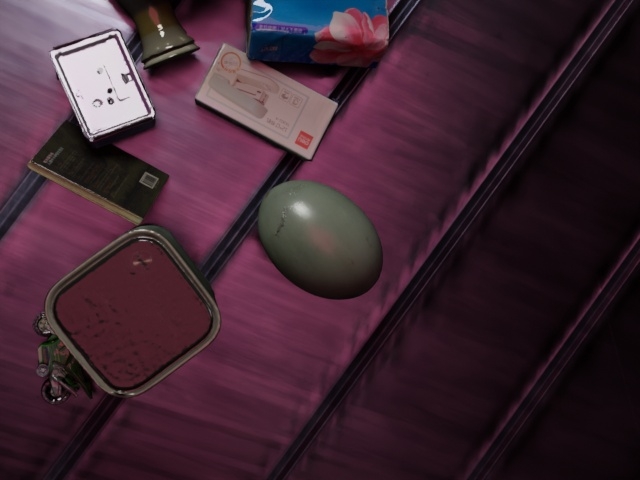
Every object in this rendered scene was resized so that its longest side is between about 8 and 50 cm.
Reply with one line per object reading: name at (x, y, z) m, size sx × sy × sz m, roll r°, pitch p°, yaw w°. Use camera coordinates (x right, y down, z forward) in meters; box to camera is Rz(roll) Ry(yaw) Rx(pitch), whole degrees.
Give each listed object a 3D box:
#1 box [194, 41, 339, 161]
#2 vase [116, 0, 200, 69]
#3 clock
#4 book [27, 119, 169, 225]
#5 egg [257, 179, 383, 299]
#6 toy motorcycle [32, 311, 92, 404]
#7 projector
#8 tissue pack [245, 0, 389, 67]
box at (-0.107, -0.277, 1.451) m, size 0.270 × 0.079 × 0.135 m, roll 27°, pitch 90°, yaw -10°
vase at (-0.343, -0.495, 1.357) m, size 0.173 × 0.173 × 0.321 m, roll -24°, pitch 102°, yaw -7°
clock at (-0.417, -0.290, 1.381) m, size 0.145 × 0.073 × 0.193 m, roll -23°, pitch 88°, yaw -14°
book at (-0.420, -0.134, 1.383) m, size 0.228 × 0.160 × 0.024 m, roll 28°, pitch 129°, yaw -10°
egg at (0.000, 0.000, 1.427) m, size 0.283 × 0.203 × 0.203 m, roll 42°, pitch 87°, yaw -14°
toy motorcycle at (-0.512, 0.231, 1.433) m, size 0.106 × 0.074 × 0.190 m, roll -7°, pitch 96°, yaw -17°
projector at (-0.343, 0.120, 1.358) m, size 0.249 × 0.249 × 0.248 m, roll -37°, pitch 99°, yaw -6°
tissue pack at (-0.011, -0.452, 1.398) m, size 0.270 × 0.137 × 0.209 m, roll 3°, pitch 65°, yaw -10°
